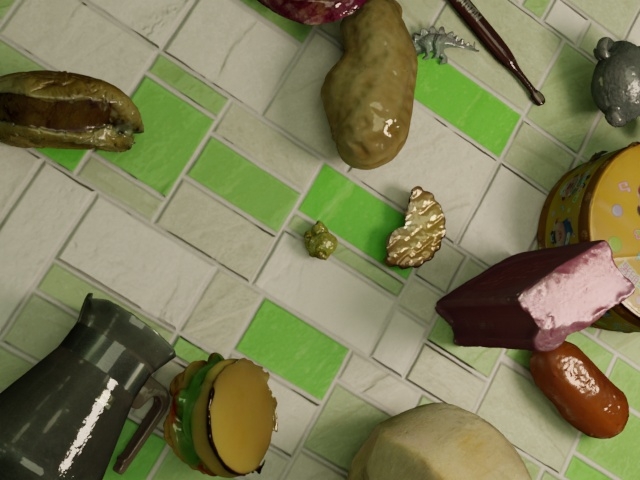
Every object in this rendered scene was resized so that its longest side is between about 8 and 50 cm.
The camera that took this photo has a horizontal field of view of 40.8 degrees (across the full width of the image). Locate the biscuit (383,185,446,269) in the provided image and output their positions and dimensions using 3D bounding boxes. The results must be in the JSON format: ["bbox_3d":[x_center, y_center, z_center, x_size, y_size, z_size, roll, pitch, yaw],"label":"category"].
[{"bbox_3d":[0.201,-0.014,1.817,0.118,0.061,0.183,29,78,-13],"label":"biscuit"}]

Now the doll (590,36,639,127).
[{"bbox_3d":[0.733,-0.338,1.990,0.340,0.158,0.246,3,75,-45],"label":"doll"}]

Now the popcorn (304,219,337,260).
[{"bbox_3d":[0.003,0.001,1.758,0.068,0.059,0.083,-6,59,10],"label":"popcorn"}]

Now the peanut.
[{"bbox_3d":[0.102,-0.330,1.773,0.192,0.169,0.387,4,75,13],"label":"peanut"}]

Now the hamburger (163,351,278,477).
[{"bbox_3d":[-0.197,0.322,1.588,0.237,0.149,0.237,16,71,-57],"label":"hamburger"}]

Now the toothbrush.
[{"bbox_3d":[0.390,-0.447,1.937,0.041,0.041,0.364,-44,97,-17],"label":"toothbrush"}]

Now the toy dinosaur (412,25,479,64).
[{"bbox_3d":[0.261,-0.431,1.896,0.209,0.039,0.082,-2,82,-18],"label":"toy dinosaur"}]

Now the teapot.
[{"bbox_3d":[-0.417,0.299,1.514,0.344,0.253,0.300,-55,133,-20],"label":"teapot"}]

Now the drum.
[{"bbox_3d":[0.706,-0.005,1.888,0.431,0.214,0.431,2,82,-16],"label":"drum"}]

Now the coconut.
[{"bbox_3d":[0.206,0.511,1.607,0.415,0.344,0.415,18,54,-27],"label":"coconut"}]

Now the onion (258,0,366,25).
[{"bbox_3d":[-0.008,-0.565,1.745,0.247,0.111,0.250,39,70,22],"label":"onion"}]

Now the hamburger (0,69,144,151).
[{"bbox_3d":[-0.470,-0.234,1.566,0.309,0.211,0.132,4,87,-18],"label":"hamburger"}]

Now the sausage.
[{"bbox_3d":[0.556,0.322,1.849,0.258,0.133,0.133,47,73,-8],"label":"sausage"}]

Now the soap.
[{"bbox_3d":[0.413,0.116,1.707,0.233,0.359,0.128,-30,93,-17],"label":"soap"}]
